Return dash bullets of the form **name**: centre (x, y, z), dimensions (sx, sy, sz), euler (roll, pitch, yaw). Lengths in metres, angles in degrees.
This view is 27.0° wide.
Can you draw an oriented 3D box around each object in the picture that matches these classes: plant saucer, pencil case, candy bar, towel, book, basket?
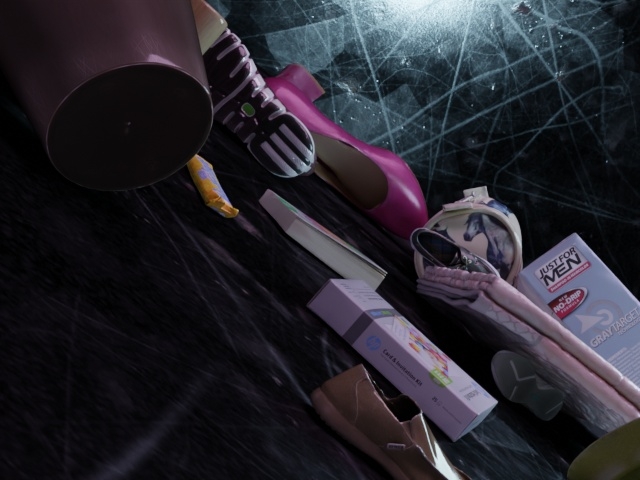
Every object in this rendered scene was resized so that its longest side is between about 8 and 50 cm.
- **plant saucer**: centre (0.382, 0.232, 1.409), dimensions (0.241, 0.241, 0.037), euler (32, 36, -49)
- **pencil case**: centre (0.244, 0.011, 2.141), dimensions (0.410, 0.160, 0.183), euler (-17, 88, -81)
- **candy bar**: centre (-0.115, -0.059, 1.368), dimensions (0.040, 0.018, 0.161), euler (37, 8, -24)
- **towel**: centre (0.286, 0.150, 1.758), dimensions (0.317, 0.053, 0.332), euler (38, -5, -9)
- **book**: centre (0.000, 0.000, 1.556), dimensions (0.144, 0.035, 0.096), euler (34, 6, -31)
- **basket**: centre (-0.178, -0.161, 1.045), dimensions (0.204, 0.154, 0.227), euler (1, 45, -29)

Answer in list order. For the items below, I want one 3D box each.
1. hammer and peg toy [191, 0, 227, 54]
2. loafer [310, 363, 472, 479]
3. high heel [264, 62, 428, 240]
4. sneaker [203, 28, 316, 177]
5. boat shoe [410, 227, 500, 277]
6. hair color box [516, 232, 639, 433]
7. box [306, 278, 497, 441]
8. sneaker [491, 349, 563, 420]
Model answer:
- **hammer and peg toy**: centre (-0.279, -0.307, 1.462), dimensions (0.266, 0.127, 0.361), euler (34, -3, 35)
- **loafer**: centre (0.061, 0.142, 0.950), dimensions (0.148, 0.050, 0.056), euler (38, 8, -18)
- **high heel**: centre (0.021, -0.114, 2.188), dimensions (0.377, 0.127, 0.181), euler (45, 38, -4)
- **sneaker**: centre (-0.104, -0.192, 1.933), dimensions (0.281, 0.106, 0.162), euler (53, 5, 12)
- **boat shoe**: centre (0.187, 0.029, 1.857), dimensions (0.142, 0.049, 0.040), euler (31, -3, 2)
- **hair color box**: centre (0.434, 0.188, 1.903), dimensions (0.374, 0.114, 0.185), euler (50, -14, 22)
- **box**: centre (0.081, 0.111, 1.281), dimensions (0.186, 0.038, 0.145), euler (43, 8, 12)
- **sneaker**: centre (0.248, 0.178, 1.682), dimensions (0.061, 0.053, 0.152), euler (35, -5, 46)
